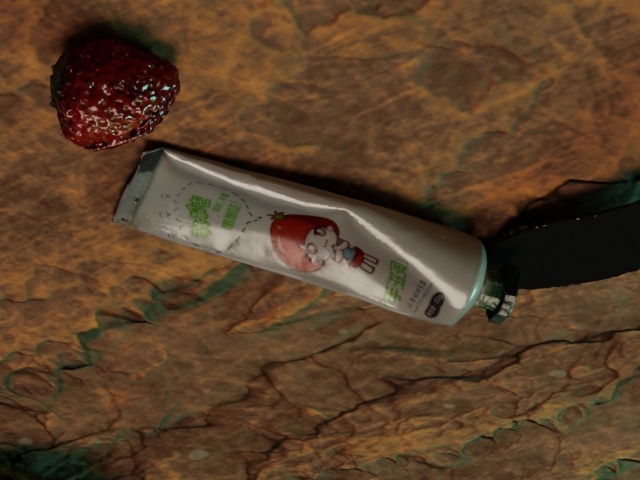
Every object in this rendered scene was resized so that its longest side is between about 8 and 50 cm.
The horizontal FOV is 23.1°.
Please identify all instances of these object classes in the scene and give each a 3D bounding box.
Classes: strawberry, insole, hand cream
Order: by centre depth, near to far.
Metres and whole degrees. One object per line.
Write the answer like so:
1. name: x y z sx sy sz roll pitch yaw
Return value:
1. strawberry: -0.146 -0.106 1.111 0.096 0.083 0.083 -20 154 -20
2. insole: 0.257 -0.012 1.259 0.119 0.009 0.348 22 151 -30
3. hand cream: 0.000 0.000 1.290 0.336 0.076 0.121 16 143 -9

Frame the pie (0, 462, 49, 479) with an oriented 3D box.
1. pie: -0.368 0.346 1.826 0.355 0.103 0.288 -14 145 32
